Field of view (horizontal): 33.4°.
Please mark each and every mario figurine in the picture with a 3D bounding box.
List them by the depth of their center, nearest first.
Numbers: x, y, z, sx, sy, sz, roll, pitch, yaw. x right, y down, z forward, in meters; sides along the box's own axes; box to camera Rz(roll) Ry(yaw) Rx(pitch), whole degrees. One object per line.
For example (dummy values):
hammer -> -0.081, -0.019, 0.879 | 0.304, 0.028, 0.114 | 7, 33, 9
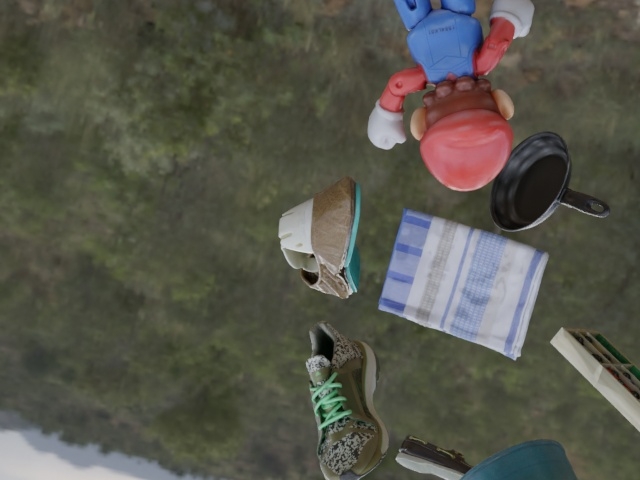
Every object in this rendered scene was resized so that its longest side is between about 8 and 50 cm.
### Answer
mario figurine -> 0.160, -0.220, 1.353 | 0.170, 0.320, 0.198 | -9, 178, -41

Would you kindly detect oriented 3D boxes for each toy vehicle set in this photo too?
toy vehicle set -> 0.528, 0.253, 1.820 | 0.267, 0.035, 0.166 | 47, -158, 30

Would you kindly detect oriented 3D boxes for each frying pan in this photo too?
frying pan -> 0.417, -0.108, 1.870 | 0.053, 0.197, 0.326 | 26, 162, -28

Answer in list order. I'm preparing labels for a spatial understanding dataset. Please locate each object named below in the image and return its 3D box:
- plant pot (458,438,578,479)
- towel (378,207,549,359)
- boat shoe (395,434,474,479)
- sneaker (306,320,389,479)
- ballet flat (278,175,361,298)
plant pot -> 0.422, 0.574, 2.094 | 0.272, 0.255, 0.271 | -16, 139, -14
towel -> 0.256, 0.076, 1.940 | 0.285, 0.209, 0.034 | 19, -167, 18
boat shoe -> 0.289, 0.506, 2.432 | 0.228, 0.068, 0.081 | 16, 152, 18
sneaker -> 0.021, 0.319, 2.150 | 0.158, 0.410, 0.182 | -32, 120, 17
ballet flat -> 0.000, 0.000, 1.632 | 0.124, 0.116, 0.342 | 4, 161, 3
